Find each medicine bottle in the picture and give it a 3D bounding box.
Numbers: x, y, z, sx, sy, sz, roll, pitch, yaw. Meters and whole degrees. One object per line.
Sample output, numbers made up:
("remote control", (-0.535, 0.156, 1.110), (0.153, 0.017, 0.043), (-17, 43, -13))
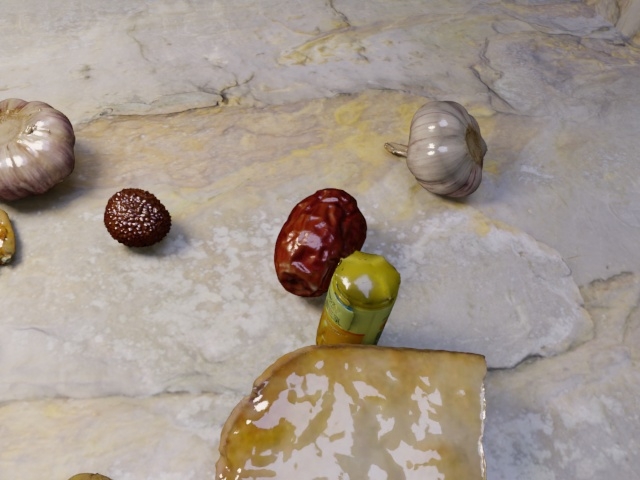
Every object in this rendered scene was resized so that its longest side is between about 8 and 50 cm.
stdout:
("medicine bottle", (0.062, 0.125, 0.982), (0.124, 0.238, 0.124), (5, 48, -6))

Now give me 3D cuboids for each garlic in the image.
("garlic", (0.270, -0.229, 1.375), (0.253, 0.245, 0.245), (1, 39, 39))
("garlic", (-0.620, -0.182, 1.153), (0.245, 0.160, 0.244), (-4, 62, 7))

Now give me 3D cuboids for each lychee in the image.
("lychee", (-0.365, -0.044, 1.108), (0.129, 0.123, 0.123), (3, 51, -6))

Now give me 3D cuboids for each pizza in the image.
("pizza", (-0.696, -0.006, 1.043), (0.227, 0.069, 0.147), (0, 53, -12))

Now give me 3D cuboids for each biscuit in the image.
("biscuit", (0.061, 0.370, 0.854), (0.447, 0.104, 0.428), (6, 63, -7))

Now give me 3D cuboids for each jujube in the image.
("jujube", (0.000, 0.000, 1.115), (0.174, 0.174, 0.250), (26, 50, 10))

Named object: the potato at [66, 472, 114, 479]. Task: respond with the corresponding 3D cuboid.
("potato", (-0.347, 0.434, 0.737), (0.138, 0.098, 0.243), (26, 52, 8))
